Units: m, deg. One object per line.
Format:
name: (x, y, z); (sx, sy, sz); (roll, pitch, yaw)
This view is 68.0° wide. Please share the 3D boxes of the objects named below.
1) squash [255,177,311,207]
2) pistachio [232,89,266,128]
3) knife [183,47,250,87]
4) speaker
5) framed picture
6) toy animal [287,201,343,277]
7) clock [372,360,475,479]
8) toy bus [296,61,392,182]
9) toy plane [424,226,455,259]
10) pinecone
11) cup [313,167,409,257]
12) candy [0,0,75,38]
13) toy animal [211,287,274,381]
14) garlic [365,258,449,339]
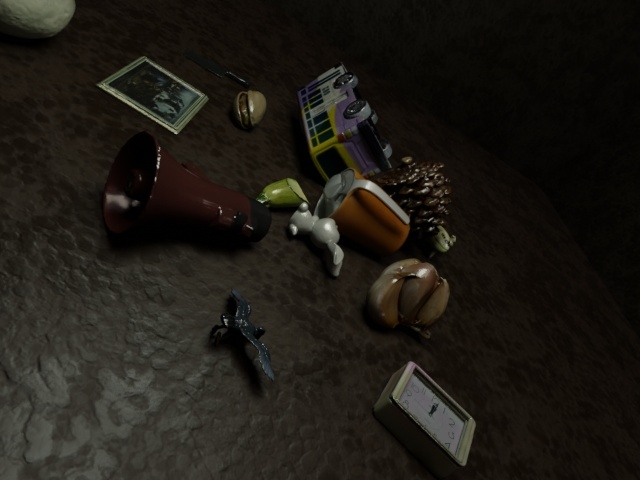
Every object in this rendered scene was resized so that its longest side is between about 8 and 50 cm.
squash: (-0.101, -0.122, 1.264); (0.200, 0.075, 0.090); (-17, 87, -52)
pistachio: (-0.225, -0.411, 1.487); (0.113, 0.113, 0.149); (25, 49, -22)
knife: (-0.359, -0.594, 1.657); (0.245, 0.019, 0.072); (25, 38, -17)
speaker: (-0.289, -0.084, 1.010); (0.259, 0.198, 0.329); (12, -4, 36)
framed picture: (-0.453, -0.420, 1.332); (0.232, 0.019, 0.296); (30, 33, -14)
toy animal: (0.000, 0.000, 1.224); (0.181, 0.131, 0.127); (35, 63, 8)
clock: (0.216, 0.363, 0.979); (0.192, 0.071, 0.147); (44, 32, 8)
toy bus: (0.062, -0.388, 1.601); (0.209, 0.249, 0.440); (51, 19, -41)
toy plane: (0.382, -0.029, 1.617); (0.241, 0.104, 0.256); (29, 33, -21)
pinecone: (0.297, -0.131, 1.467); (0.273, 0.224, 0.224); (67, 25, -21)
cup: (0.129, -0.076, 1.324); (0.263, 0.226, 0.183); (33, 63, -21)
candy: (-0.730, -0.586, 1.106); (0.295, 0.185, 0.295); (34, 15, -11)
toy animal: (-0.144, 0.163, 0.871); (0.107, 0.062, 0.220); (11, 35, -37)
garlic: (0.208, 0.130, 1.195); (0.213, 0.191, 0.160); (13, 14, -18)
